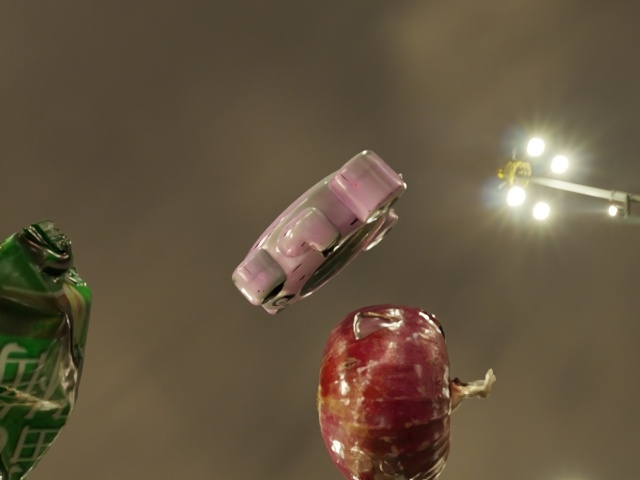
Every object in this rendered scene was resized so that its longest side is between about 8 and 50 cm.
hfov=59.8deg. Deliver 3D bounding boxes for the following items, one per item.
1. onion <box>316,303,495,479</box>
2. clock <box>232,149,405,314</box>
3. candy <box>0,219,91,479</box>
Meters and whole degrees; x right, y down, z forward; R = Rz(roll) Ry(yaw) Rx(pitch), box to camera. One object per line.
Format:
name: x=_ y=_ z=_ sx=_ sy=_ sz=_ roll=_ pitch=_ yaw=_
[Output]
onion: x=0.103 y=0.249 z=0.842 sx=0.256 sy=0.272 sz=0.230 roll=54 pitch=-154 yaw=-27
clock: x=0.000 y=0.000 z=0.771 sx=0.248 sy=0.090 sz=0.227 roll=-41 pitch=-13 yaw=-5
candy: x=-0.214 y=0.094 z=0.369 sx=0.141 sy=0.078 sz=0.203 roll=73 pitch=-152 yaw=-66
